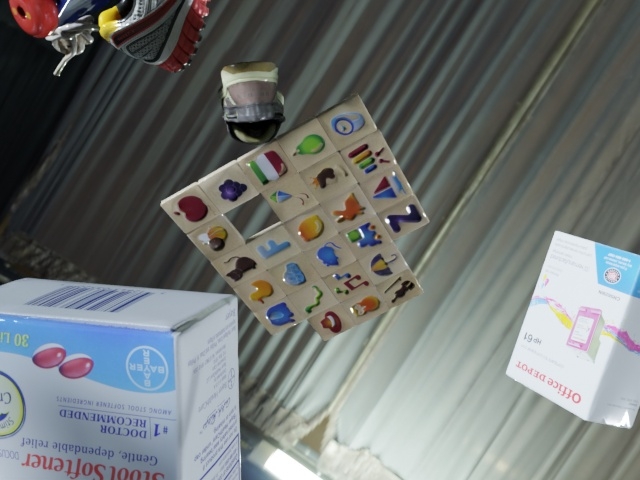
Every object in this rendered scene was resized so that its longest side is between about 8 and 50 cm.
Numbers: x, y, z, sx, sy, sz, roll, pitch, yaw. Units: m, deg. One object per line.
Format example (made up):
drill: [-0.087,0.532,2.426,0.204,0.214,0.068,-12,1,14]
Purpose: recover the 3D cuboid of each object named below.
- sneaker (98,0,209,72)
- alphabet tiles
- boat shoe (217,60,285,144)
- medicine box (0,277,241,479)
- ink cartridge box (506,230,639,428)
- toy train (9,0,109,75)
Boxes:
sneaker: [-0.128,-0.255,0.646,0.092,0.225,0.088,11,-152,-27]
alphabet tiles: [0.000,0.000,0.717,0.237,0.198,0.009,55,-167,-37]
boat shoe: [-0.056,-0.100,0.602,0.056,0.049,0.152,-2,177,0]
medicine box: [-0.231,0.200,0.800,0.263,0.290,0.149,3,-169,15]
ink cartridge box: [0.202,0.065,0.564,0.052,0.123,0.088,13,-174,-29]
toy train: [-0.210,-0.230,0.565,0.248,0.105,0.143,-22,105,53]
